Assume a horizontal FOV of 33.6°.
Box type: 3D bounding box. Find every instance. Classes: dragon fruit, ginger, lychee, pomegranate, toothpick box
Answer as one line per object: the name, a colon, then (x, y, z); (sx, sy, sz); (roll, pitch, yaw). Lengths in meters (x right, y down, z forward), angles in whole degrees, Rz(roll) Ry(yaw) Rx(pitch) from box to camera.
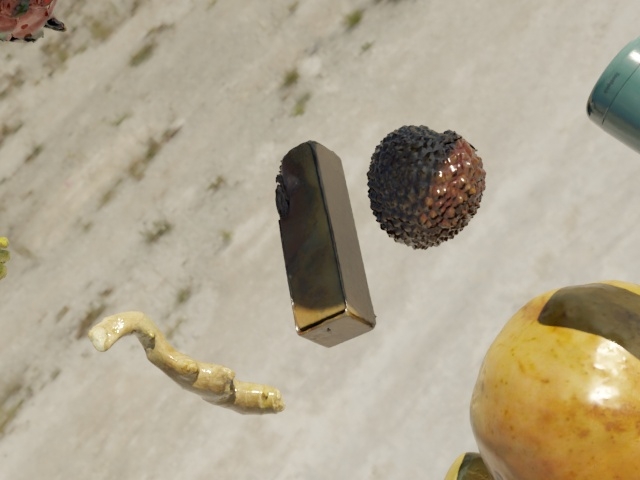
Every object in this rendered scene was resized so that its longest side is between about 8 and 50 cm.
dragon fruit: (-0.494, -0.394, 1.624); (0.192, 0.193, 0.274); (-7, 8, -10)
ginger: (-0.173, 0.171, 1.421); (0.089, 0.288, 0.075); (-22, 41, 57)
lychee: (0.148, -0.076, 1.525); (0.188, 0.188, 0.188); (-35, 26, 21)
pomegranate: (0.388, 0.237, 1.521); (0.410, 0.410, 0.410); (-35, 26, 21)
toothpick box: (0.405, -0.138, 1.194); (0.120, 0.184, 0.120); (-41, -22, -21)

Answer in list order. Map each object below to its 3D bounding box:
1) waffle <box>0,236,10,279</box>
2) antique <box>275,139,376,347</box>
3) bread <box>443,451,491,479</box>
waffle: (-0.733, 0.064, 1.943); (0.312, 0.060, 0.307); (0, 40, 8)
antique: (0.000, 0.000, 1.611); (0.093, 0.087, 0.310); (-25, 60, 26)
bread: (0.287, 0.425, 1.681); (0.098, 0.217, 0.147); (131, 161, -66)
